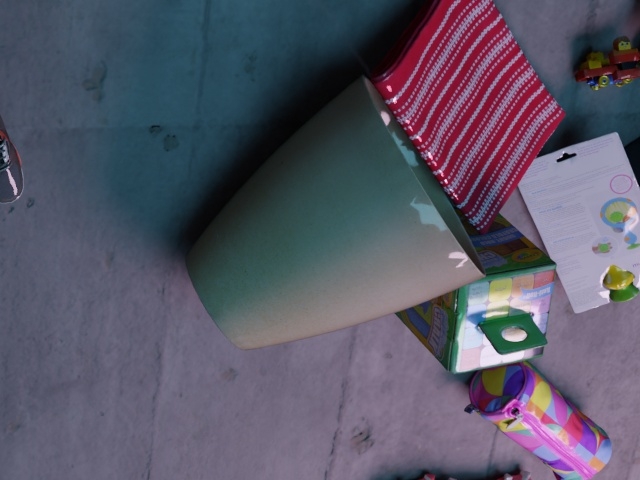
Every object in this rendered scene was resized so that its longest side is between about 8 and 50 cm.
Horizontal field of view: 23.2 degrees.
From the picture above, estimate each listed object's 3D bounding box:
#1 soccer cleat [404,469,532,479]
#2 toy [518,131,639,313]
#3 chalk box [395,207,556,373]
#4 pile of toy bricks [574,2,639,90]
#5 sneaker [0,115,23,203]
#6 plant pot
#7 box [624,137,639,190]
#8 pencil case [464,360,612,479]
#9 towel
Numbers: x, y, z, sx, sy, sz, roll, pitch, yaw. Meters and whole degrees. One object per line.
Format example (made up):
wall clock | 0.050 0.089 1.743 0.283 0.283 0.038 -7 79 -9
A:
soccer cleat | 0.193 0.367 2.090 0.248 0.083 0.095 -1 121 -30
toy | 0.343 -0.028 1.952 0.137 0.056 0.237 -19 117 17
chalk box | 0.188 0.065 1.836 0.132 0.213 0.132 -9 119 -24
pile of toy bricks | 0.413 -0.249 1.866 0.212 0.118 0.105 -10 88 -13
sneaker | -0.339 -0.096 1.568 0.061 0.065 0.158 -27 125 -12
plant pot | 0.000 0.000 1.707 0.274 0.256 0.256 -32 127 8
box | 0.470 -0.023 1.974 0.108 0.153 0.207 -33 127 -9
pencil case | 0.291 0.240 2.058 0.104 0.104 0.236 -49 128 4
towel | 0.175 -0.163 1.779 0.199 0.031 0.275 -54 130 -19
